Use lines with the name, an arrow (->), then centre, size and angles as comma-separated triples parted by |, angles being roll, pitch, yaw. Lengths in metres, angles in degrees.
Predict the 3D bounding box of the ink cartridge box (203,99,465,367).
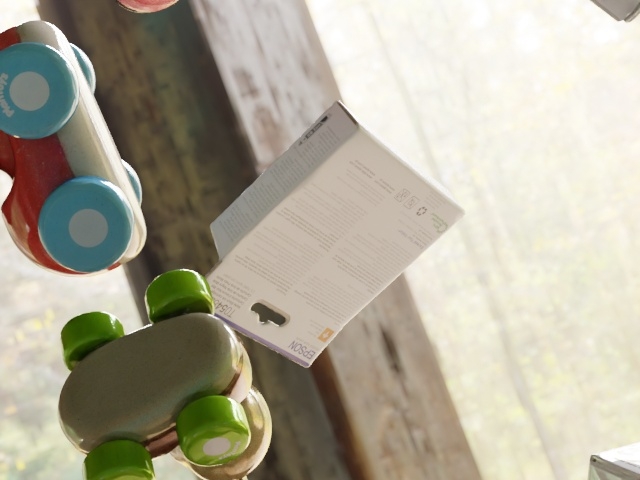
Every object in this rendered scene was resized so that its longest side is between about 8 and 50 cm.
ink cartridge box -> 0.000, 0.000, 1.498 | 0.224, 0.045, 0.223 | -44, -36, 8

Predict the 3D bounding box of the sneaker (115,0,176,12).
sneaker -> -0.088, -0.276, 1.146 | 0.116, 0.136, 0.314 | -12, -41, -35

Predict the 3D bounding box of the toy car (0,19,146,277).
toy car -> -0.280, -0.045, 1.296 | 0.238, 0.210, 0.219 | -22, 10, -1

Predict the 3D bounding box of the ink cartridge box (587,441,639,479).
ink cartridge box -> 0.350, 0.265, 1.375 | 0.273, 0.198, 0.115 | -7, 17, -39

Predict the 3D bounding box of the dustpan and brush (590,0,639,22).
dustpan and brush -> 0.265, -0.288, 1.443 | 0.211, 0.147, 0.060 | -52, 2, 46

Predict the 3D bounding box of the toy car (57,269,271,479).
toy car -> -0.099, 0.146, 1.240 | 0.149, 0.155, 0.188 | -26, -43, 8
